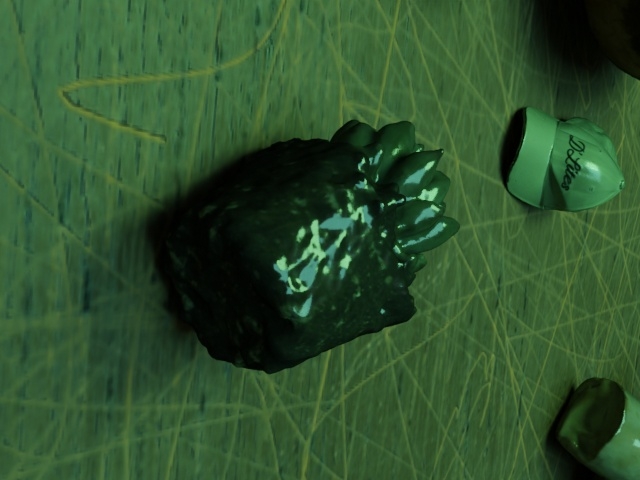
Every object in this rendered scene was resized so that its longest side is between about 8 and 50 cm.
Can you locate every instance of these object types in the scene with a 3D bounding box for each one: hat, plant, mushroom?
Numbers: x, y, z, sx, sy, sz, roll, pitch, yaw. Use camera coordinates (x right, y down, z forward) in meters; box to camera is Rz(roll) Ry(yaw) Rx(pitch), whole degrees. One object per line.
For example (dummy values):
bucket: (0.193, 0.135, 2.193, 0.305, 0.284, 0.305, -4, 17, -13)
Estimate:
hat: (0.264, -0.091, 0.886, 0.166, 0.081, 0.122, 22, 78, -38)
plant: (0.000, 0.000, 0.565, 0.194, 0.129, 0.132, -30, 121, -37)
mushroom: (0.429, 0.291, 1.016, 0.290, 0.292, 0.292, 39, 67, -26)

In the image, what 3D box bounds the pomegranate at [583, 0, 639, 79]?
pomegranate: (0.403, -0.293, 0.844, 0.322, 0.322, 0.322, -12, 106, -47)
